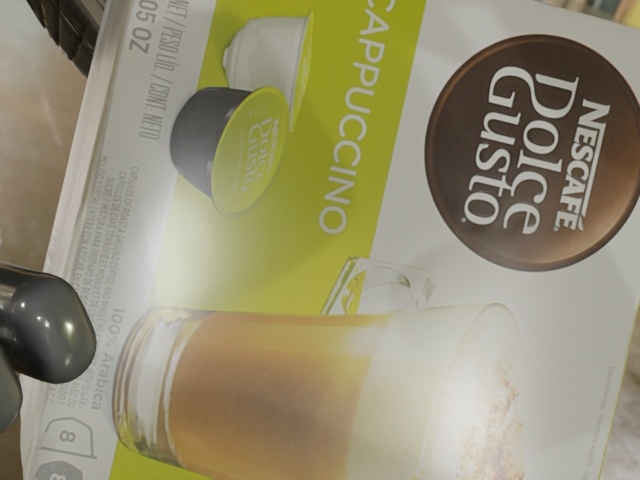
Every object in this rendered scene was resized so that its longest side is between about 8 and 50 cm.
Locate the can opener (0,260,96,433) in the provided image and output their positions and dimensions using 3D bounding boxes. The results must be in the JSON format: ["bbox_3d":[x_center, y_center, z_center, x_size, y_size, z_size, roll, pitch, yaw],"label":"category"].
[{"bbox_3d":[-0.195,0.048,0.675,0.283,0.095,0.076,11,38,46],"label":"can opener"}]

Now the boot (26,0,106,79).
[{"bbox_3d":[-0.145,-0.313,1.288,0.377,0.284,0.138,56,-19,9],"label":"boot"}]

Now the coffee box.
[{"bbox_3d":[0.000,0.000,1.001,0.334,0.337,0.338,13,2,-12],"label":"coffee box"}]
